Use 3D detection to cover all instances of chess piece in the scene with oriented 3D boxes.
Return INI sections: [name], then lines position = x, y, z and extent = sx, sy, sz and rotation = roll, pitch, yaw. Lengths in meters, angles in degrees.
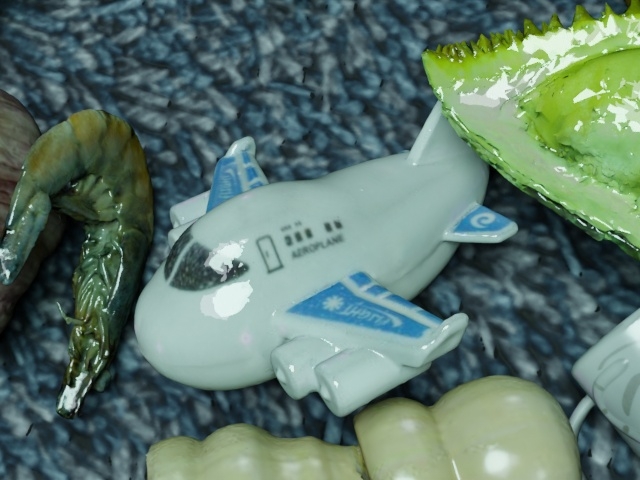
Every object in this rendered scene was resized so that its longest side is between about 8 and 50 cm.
[chess piece]
position = 0.033, 0.162, 0.592
extent = 0.260, 0.143, 0.143
rotation = -14, 72, -1

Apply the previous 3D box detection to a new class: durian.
[durian]
position = 0.228, -0.022, 0.574
extent = 0.169, 0.158, 0.352
rotation = -42, 69, -16

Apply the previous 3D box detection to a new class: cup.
[cup]
position = 0.217, 0.113, 0.582
extent = 0.136, 0.099, 0.133
rotation = -36, 72, -2

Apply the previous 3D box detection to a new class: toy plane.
[toy plane]
position = 0.001, 0.005, 0.623
extent = 0.266, 0.123, 0.267
rotation = -10, 38, 8

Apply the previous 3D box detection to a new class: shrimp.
[shrimp]
position = -0.170, 0.013, 0.656
extent = 0.051, 0.150, 0.217
rotation = 4, 81, 20

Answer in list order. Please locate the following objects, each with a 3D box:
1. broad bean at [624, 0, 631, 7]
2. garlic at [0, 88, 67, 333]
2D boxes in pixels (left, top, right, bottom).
[broad bean]
position = 0.307, -0.167, 0.636
extent = 0.228, 0.122, 0.156
rotation = 33, 108, 23
[garlic]
position = -0.303, -0.018, 0.673
extent = 0.244, 0.160, 0.245
rotation = -5, 72, 16
